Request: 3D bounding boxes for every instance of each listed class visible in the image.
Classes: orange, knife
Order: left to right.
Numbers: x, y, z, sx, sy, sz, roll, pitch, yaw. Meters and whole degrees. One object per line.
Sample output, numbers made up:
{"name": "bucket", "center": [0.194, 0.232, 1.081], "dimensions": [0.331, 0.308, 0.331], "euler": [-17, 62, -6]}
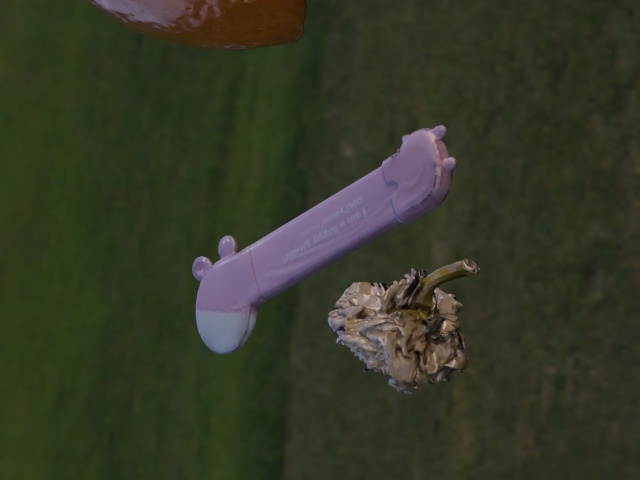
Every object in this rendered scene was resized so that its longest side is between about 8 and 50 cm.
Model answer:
{"name": "orange", "center": [-0.093, -0.272, 1.412], "dimensions": [0.310, 0.274, 0.274], "euler": [-63, -11, -52]}
{"name": "knife", "center": [0.001, 0.000, 2.084], "dimensions": [0.398, 0.038, 0.132], "euler": [-32, 65, 35]}

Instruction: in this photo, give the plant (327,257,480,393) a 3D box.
{"name": "plant", "center": [0.067, 0.047, 1.393], "dimensions": [0.122, 0.104, 0.116], "euler": [-59, 41, 25]}
